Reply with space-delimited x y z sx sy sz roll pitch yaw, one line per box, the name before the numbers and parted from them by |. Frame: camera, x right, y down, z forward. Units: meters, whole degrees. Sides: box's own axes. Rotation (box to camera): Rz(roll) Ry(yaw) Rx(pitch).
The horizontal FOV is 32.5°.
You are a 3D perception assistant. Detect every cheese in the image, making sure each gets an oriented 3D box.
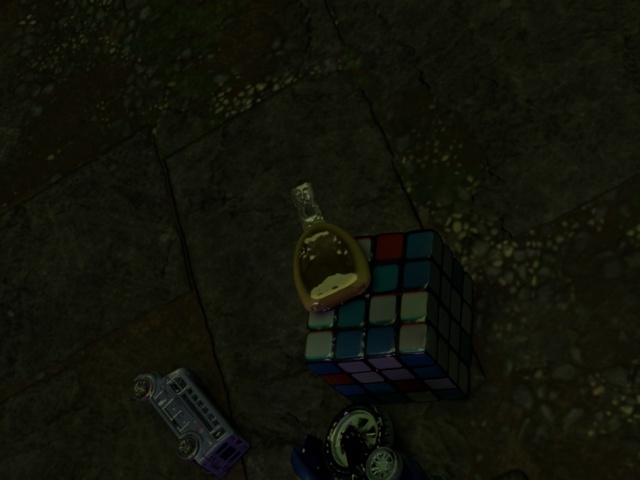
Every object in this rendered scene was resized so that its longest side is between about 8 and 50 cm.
cheese | 0.000 0.001 1.244 0.086 0.036 0.163 -27 55 12

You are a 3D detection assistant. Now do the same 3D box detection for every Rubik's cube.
Rubik's cube | 0.083 0.092 1.269 0.151 0.154 0.155 -6 62 26

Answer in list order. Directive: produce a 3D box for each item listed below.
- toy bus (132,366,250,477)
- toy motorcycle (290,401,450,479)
toy bus | -0.165 0.220 1.391 0.076 0.073 0.167 -44 55 -3
toy motorcycle | 0.061 0.312 1.194 0.169 0.113 0.315 -47 42 10
